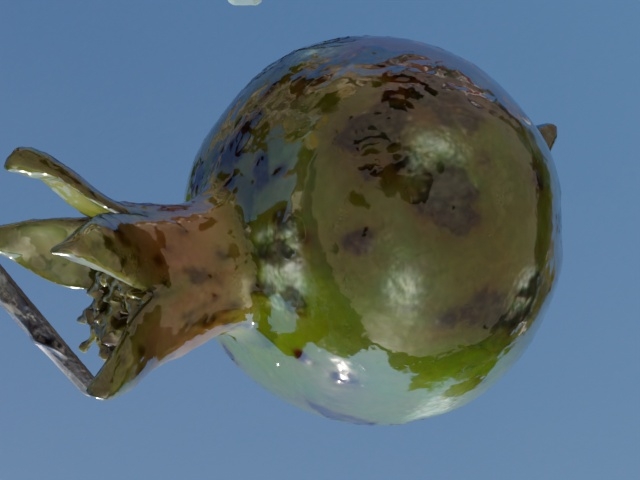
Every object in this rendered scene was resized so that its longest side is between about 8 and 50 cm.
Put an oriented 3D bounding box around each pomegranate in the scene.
[{"bbox_3d":[-0.008,-0.010,0.504,0.220,0.156,0.156,12,-107,-30],"label":"pomegranate"}]

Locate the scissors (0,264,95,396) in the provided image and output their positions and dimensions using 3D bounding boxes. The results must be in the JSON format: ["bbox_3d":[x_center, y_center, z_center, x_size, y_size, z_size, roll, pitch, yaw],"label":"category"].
[{"bbox_3d":[-0.253,-0.009,0.943,0.317,0.160,0.024,51,-144,-15],"label":"scissors"}]

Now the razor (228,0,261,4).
[{"bbox_3d":[-0.057,-0.271,1.004,0.111,0.278,0.056,-2,-126,-3],"label":"razor"}]
